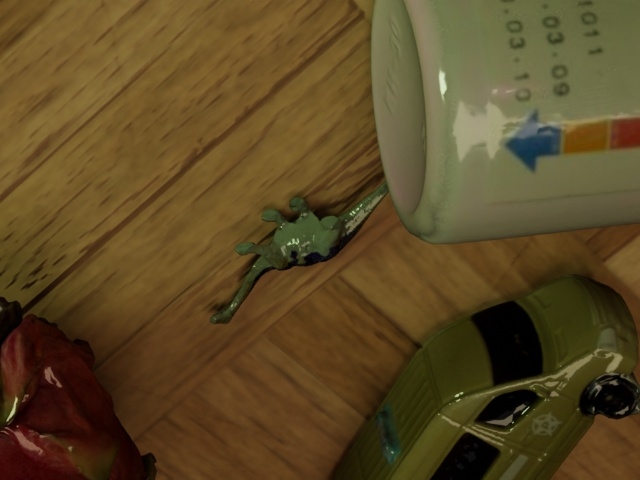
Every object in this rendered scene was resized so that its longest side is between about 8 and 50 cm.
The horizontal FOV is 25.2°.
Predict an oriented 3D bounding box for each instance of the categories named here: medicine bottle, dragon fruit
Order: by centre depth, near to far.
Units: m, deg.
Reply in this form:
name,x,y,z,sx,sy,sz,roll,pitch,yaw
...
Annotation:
name,x,y,z,sx,sy,sz,roll,pitch,yaw
medicine bottle,0.184,-0.094,0.818,0.292,0.170,0.170,-6,124,-7
dragon fruit,-0.232,0.180,0.880,0.250,0.250,0.315,31,128,-28

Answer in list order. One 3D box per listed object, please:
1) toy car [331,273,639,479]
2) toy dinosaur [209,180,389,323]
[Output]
name,x,y,z,sx,sy,sz,roll,pitch,yaw
toy car,0.108,0.129,0.992,0.124,0.101,0.257,21,118,-20
toy dinosaur,-0.008,-0.006,0.917,0.180,0.037,0.058,-29,148,16
